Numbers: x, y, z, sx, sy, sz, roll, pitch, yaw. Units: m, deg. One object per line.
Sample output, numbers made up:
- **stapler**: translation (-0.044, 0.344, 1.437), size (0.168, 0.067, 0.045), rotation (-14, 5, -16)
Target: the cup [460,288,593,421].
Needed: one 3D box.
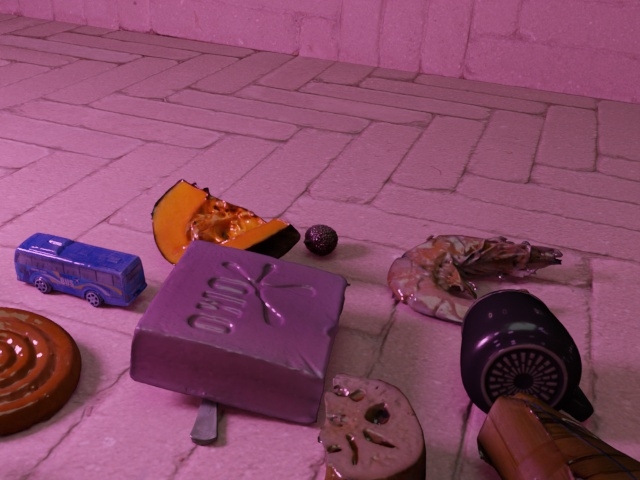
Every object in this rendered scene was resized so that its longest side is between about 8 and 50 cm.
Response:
- **cup**: translation (0.309, 0.183, 1.130), size (0.223, 0.169, 0.176), rotation (37, 17, -11)

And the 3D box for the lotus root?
- **lotus root**: translation (0.062, 0.271, 0.936), size (0.138, 0.118, 0.235), rotation (4, 25, -1)

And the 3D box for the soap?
- **soap**: translation (-0.112, 0.133, 1.176), size (0.286, 0.107, 0.296), rotation (14, 28, 0)

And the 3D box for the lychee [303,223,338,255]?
- **lychee**: translation (0.000, 0.000, 1.526), size (0.083, 0.068, 0.067), rotation (-17, 75, -41)

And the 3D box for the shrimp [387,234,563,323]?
- **shrimp**: translation (0.304, 0.070, 1.422), size (0.361, 0.085, 0.247), rotation (-8, 38, -15)

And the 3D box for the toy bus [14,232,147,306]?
- **toy bus**: translation (-0.425, 0.049, 1.333), size (0.237, 0.094, 0.079), rotation (12, 28, 16)

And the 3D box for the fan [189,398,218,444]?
- **fan**: translation (-0.160, 0.229, 1.104), size (0.038, 0.016, 0.193), rotation (4, 28, -2)

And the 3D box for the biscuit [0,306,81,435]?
- **biscuit**: translation (-0.480, 0.179, 1.094), size (0.262, 0.037, 0.262), rotation (9, 32, -6)

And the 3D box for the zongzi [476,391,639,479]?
- **zongzi**: translation (0.368, 0.300, 0.937), size (0.289, 0.122, 0.260), rotation (7, 23, -17)

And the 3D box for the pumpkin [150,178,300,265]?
- **pumpkin**: translation (-0.184, 0.014, 1.446), size (0.312, 0.148, 0.169), rotation (21, 72, 37)
